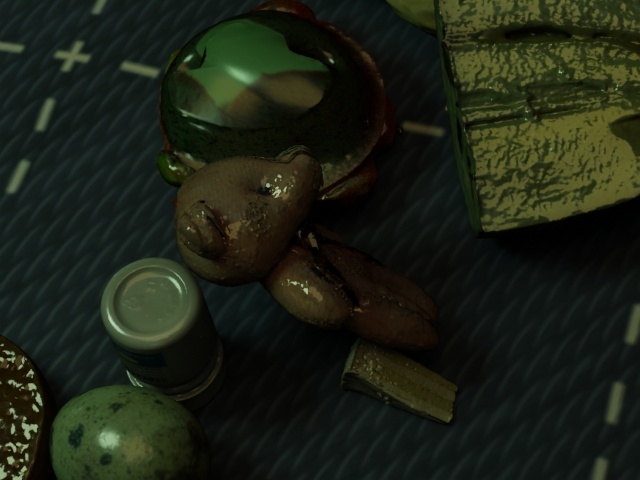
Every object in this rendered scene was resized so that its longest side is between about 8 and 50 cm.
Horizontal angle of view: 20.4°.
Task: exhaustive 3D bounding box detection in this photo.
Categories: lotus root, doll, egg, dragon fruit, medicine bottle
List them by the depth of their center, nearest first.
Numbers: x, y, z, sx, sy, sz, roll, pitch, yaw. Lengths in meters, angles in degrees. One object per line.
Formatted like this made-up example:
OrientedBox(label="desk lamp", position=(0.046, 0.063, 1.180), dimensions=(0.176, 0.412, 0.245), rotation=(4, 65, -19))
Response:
OrientedBox(label="egg", position=(-0.191, 0.211, 1.743), dimensions=(0.181, 0.141, 0.141), rotation=(20, 64, 36))
OrientedBox(label="doll", position=(0.000, 0.000, 1.777), dimensions=(0.303, 0.201, 0.156), rotation=(23, 105, -12))
OrientedBox(label="medicine bottle", position=(-0.156, 0.097, 1.784), dimensions=(0.105, 0.168, 0.105), rotation=(-3, 61, 6))
OrientedBox(label="lotus root", position=(0.265, -0.150, 1.859), dimensions=(0.260, 0.149, 0.267), rotation=(-10, 82, -2))
OrientedBox(label="dragon fruit", position=(-0.059, -0.142, 1.934), dimensions=(0.295, 0.130, 0.268), rotation=(27, 73, 20))

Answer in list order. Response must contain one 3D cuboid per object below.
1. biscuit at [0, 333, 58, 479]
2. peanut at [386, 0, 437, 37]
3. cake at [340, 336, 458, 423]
OrientedBox(label="biscuit", position=(-0.437, 0.245, 1.800), dimensions=(0.314, 0.063, 0.367), rotation=(13, 64, 17))
OrientedBox(label="peanut", position=(0.125, -0.326, 1.996), dimensions=(0.340, 0.158, 0.174), rotation=(34, 100, 27))
OrientedBox(label="cake", position=(0.081, 0.145, 1.808), dimensions=(0.121, 0.065, 0.052), rotation=(27, 66, -5))
